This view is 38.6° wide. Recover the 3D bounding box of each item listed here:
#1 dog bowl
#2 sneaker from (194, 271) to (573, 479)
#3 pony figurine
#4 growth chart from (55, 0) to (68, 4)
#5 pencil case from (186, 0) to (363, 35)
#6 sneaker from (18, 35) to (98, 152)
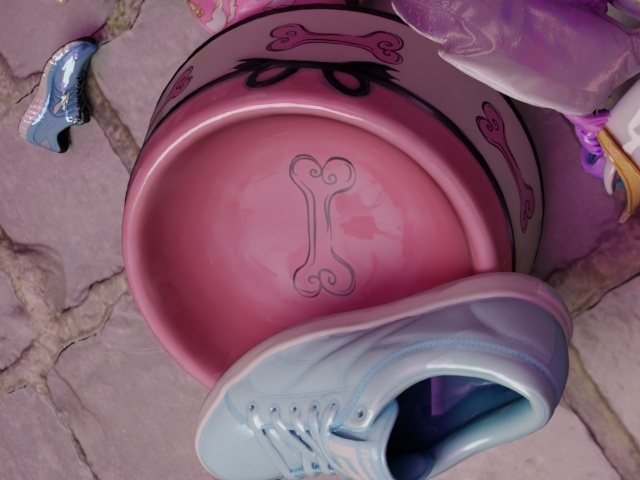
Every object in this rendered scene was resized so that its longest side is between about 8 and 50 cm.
[{"bbox_3d":[0.000,0.000,0.854,0.407,0.150,0.408,6,119,11],"label":"dog bowl"},{"bbox_3d":[0.027,0.142,0.751,0.366,0.150,0.135,-28,108,25],"label":"sneaker"},{"bbox_3d":[0.257,-0.201,0.711,0.351,0.303,0.363,34,129,-9],"label":"pony figurine"},{"bbox_3d":[-0.180,-0.336,1.007,0.237,0.021,0.172,7,71,33],"label":"growth chart"},{"bbox_3d":[0.022,-0.337,0.867,0.167,0.160,0.386,42,114,23],"label":"pencil case"},{"bbox_3d":[-0.306,-0.178,1.125,0.073,0.063,0.162,33,117,0],"label":"sneaker"}]
